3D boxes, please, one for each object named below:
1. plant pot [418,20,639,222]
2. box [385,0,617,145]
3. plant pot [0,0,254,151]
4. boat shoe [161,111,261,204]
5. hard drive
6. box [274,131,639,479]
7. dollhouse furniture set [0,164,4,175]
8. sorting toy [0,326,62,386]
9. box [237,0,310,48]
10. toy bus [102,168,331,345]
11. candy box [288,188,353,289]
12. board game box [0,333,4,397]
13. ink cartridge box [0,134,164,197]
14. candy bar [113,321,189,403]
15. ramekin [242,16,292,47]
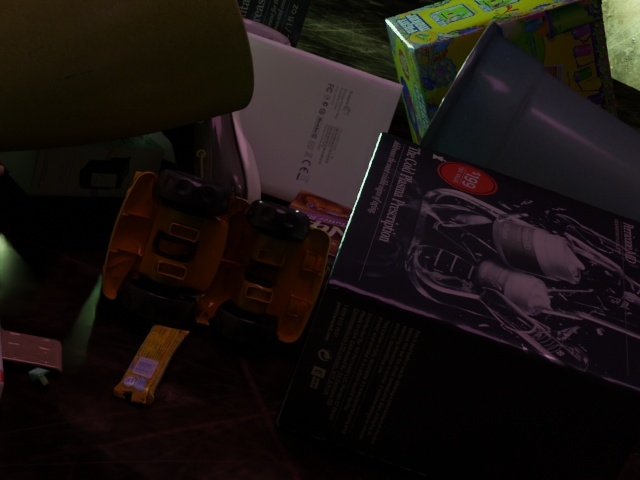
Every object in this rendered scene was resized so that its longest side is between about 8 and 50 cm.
[{"bbox_3d":[0.282,-0.052,1.579,0.334,0.341,0.341,28,22,4],"label":"plant pot"},{"bbox_3d":[0.276,-0.216,1.849,0.279,0.290,0.177,-17,28,-4],"label":"box"},{"bbox_3d":[-0.269,-0.220,1.401,0.294,0.274,0.275,-26,39,-18],"label":"plant pot"},{"bbox_3d":[-0.160,-0.158,1.591,0.091,0.109,0.305,-5,65,-29],"label":"boat shoe"},{"bbox_3d":[-0.064,-0.166,1.705,0.308,0.203,0.040,19,0,1],"label":"hard drive"},{"bbox_3d":[0.157,0.076,1.253,0.313,0.179,0.343,20,30,0],"label":"box"},{"bbox_3d":[-0.418,-0.083,1.235,0.182,0.101,0.161,11,-12,-22],"label":"dollhouse furniture set"},{"bbox_3d":[-0.264,0.107,1.120,0.062,0.012,0.083,17,17,-18],"label":"sorting toy"},{"bbox_3d":[-0.221,-0.502,2.272,0.396,0.293,0.212,10,22,-20],"label":"box"},{"bbox_3d":[-0.122,0.010,1.333,0.220,0.149,0.211,17,4,-14],"label":"toy bus"},{"bbox_3d":[0.000,0.000,1.553,0.109,0.053,0.186,21,22,4],"label":"candy box"},{"bbox_3d":[-0.385,0.054,1.092,0.193,0.053,0.305,10,23,-21],"label":"board game box"},{"bbox_3d":[-0.303,-0.112,1.543,0.175,0.072,0.127,-1,28,-40],"label":"ink cartridge box"},{"bbox_3d":[-0.160,0.113,1.184,0.040,0.018,0.161,16,21,1],"label":"candy bar"},{"bbox_3d":[-0.146,-0.315,2.131,0.207,0.109,0.207,16,21,-6],"label":"ramekin"}]
